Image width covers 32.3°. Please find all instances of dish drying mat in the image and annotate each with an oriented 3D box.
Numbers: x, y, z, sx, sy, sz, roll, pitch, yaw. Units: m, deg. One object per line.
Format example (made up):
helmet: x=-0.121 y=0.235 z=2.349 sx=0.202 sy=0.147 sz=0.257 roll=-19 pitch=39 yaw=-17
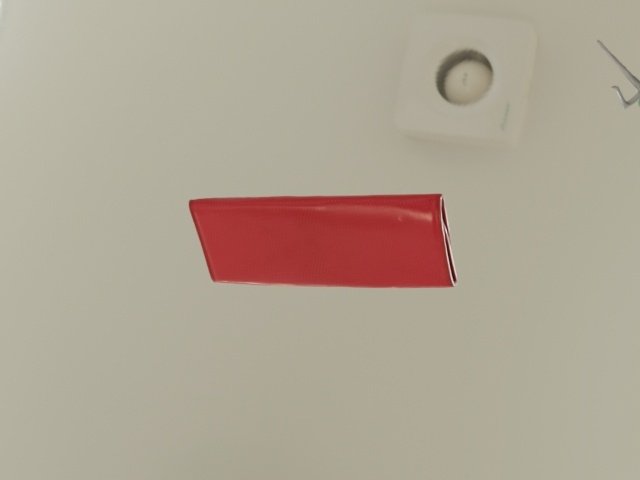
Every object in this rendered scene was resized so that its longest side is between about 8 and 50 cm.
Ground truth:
dish drying mat: x=0.000 y=0.000 z=0.342 sx=0.083 sy=0.008 sz=0.032 roll=0 pitch=-58 yaw=25

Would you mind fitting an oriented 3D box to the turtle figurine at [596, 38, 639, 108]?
turtle figurine: x=0.324 y=-0.132 z=0.776 sx=0.175 sy=0.234 sz=0.118 roll=-3 pitch=-111 yaw=65
